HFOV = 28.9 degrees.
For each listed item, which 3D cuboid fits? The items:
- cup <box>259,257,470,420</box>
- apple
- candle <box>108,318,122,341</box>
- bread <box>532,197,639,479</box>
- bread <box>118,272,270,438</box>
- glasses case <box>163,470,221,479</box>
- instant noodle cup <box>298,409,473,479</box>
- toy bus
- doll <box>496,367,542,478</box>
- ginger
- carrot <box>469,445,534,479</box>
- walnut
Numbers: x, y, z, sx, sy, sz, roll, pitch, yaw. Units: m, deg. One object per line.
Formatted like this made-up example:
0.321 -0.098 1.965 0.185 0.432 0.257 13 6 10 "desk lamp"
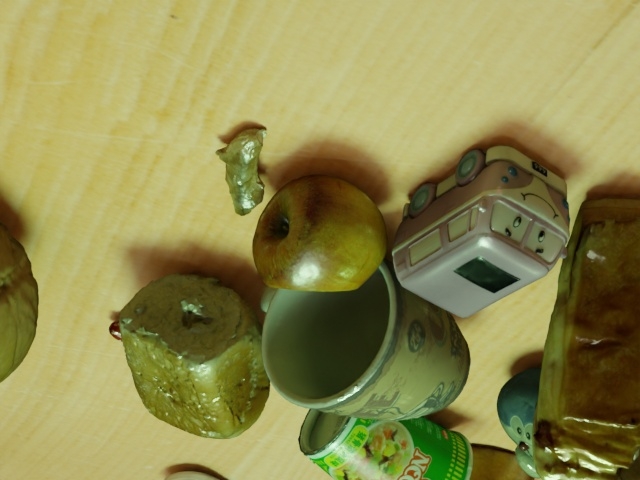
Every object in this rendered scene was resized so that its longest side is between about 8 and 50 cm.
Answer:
0.054 0.141 1.739 0.301 0.227 0.257 20 173 43 "cup"
0.003 0.001 1.571 0.147 0.163 0.146 24 -174 -36 "apple"
-0.172 0.174 1.953 0.329 0.048 0.051 14 153 -5 "candle"
0.427 0.142 1.543 0.314 0.370 0.191 6 172 5 "bread"
-0.170 0.154 1.800 0.195 0.176 0.246 21 143 25 "bread"
-0.190 0.532 2.433 0.113 0.075 0.297 -18 137 32 "glasses case"
0.094 0.342 2.017 0.232 0.207 0.207 36 138 -21 "instant noodle cup"
0.200 -0.009 1.524 0.142 0.142 0.202 29 140 -24 "toy bus"
0.367 0.297 1.890 0.228 0.154 0.258 31 175 41 "doll"
-0.098 -0.090 1.574 0.057 0.044 0.137 31 144 22 "ginger"
0.264 0.504 2.134 0.196 0.254 0.196 7 149 4 "carrot"
-0.555 0.083 1.724 0.332 0.333 0.333 7 145 5 "walnut"
